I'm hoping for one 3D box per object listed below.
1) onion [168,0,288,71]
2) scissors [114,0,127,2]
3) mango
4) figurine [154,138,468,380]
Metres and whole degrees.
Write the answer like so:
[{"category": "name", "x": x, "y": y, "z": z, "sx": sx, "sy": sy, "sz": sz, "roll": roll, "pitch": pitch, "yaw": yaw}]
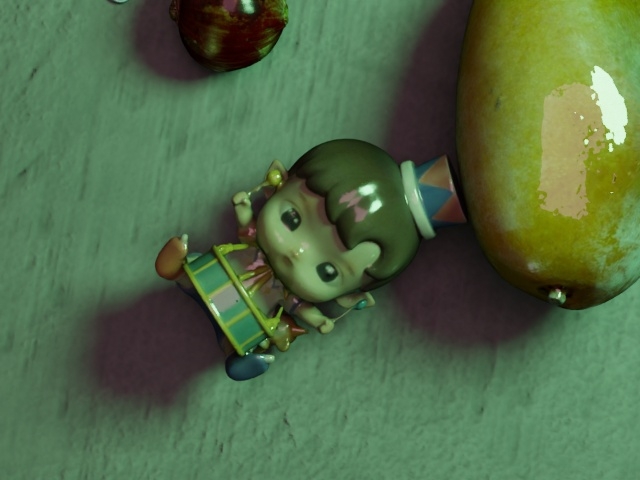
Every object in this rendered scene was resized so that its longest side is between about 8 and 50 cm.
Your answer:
[{"category": "onion", "x": -0.085, "y": -0.215, "z": 1.454, "sx": 0.118, "sy": 0.118, "sz": 0.117, "roll": -7, "pitch": 88, "yaw": -3}, {"category": "scissors", "x": -0.220, "y": -0.245, "z": 1.500, "sx": 0.083, "sy": 0.006, "sz": 0.036, "roll": 2, "pitch": 82, "yaw": -2}, {"category": "mango", "x": 0.224, "y": -0.124, "z": 1.410, "sx": 0.221, "sy": 0.199, "sz": 0.384, "roll": 18, "pitch": 63, "yaw": -32}, {"category": "figurine", "x": -0.001, "y": 0.000, "z": 1.406, "sx": 0.275, "sy": 0.158, "sz": 0.161, "roll": -37, "pitch": 96, "yaw": -5}]
